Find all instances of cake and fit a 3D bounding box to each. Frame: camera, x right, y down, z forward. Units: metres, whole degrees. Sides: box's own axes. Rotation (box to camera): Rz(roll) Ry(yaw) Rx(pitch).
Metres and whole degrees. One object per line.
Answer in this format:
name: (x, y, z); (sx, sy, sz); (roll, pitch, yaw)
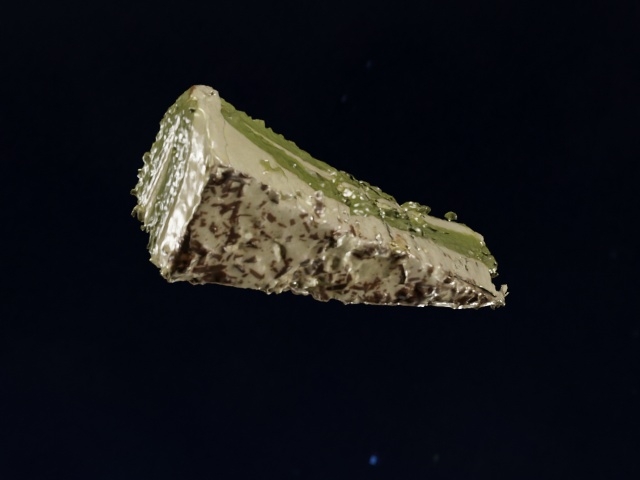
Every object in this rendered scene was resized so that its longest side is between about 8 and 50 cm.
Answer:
cake: (0.000, 0.000, 0.574); (0.140, 0.051, 0.055); (25, -64, -34)
